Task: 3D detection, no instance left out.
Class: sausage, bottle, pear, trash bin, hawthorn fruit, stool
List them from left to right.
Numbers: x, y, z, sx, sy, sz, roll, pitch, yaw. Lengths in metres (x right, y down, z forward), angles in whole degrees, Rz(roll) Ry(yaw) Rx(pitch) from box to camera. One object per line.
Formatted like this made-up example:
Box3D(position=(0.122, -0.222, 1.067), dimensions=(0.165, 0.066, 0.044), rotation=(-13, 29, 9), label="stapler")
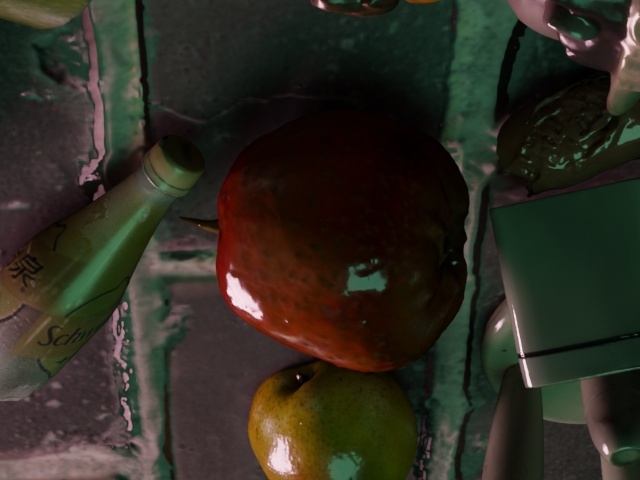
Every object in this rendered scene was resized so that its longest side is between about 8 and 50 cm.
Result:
Box3D(position=(-0.172, 0.019, 1.431), dimensions=(0.083, 0.083, 0.270), rotation=(24, 130, -29), label="bottle")
Box3D(position=(0.000, 0.000, 1.365), dimensions=(0.200, 0.179, 0.179), rotation=(0, 140, 14), label="hawthorn fruit")
Box3D(position=(0.010, 0.167, 1.606), dimensions=(0.141, 0.104, 0.141), rotation=(-1, 135, -1), label="pear")
Box3D(position=(0.186, 0.029, 1.398), dimensions=(0.116, 0.130, 0.059), rotation=(-12, 180, 14), label="trash bin")
Box3D(position=(0.228, 0.145, 1.528), dimensions=(0.195, 0.198, 0.195), rotation=(20, 135, -27), label="stool")
Box3D(position=(0.268, -0.093, 1.354), dimensions=(0.304, 0.078, 0.078), rotation=(-12, 138, 11), label="sausage")

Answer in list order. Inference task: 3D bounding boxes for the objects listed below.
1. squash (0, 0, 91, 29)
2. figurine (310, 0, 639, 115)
Box3D(position=(-0.270, -0.276, 0.953), dimensions=(0.384, 0.263, 0.263), rotation=(16, 135, -22), label="squash")
Box3D(position=(0.127, -0.192, 1.146), dimensions=(0.332, 0.185, 0.204), rotation=(15, 170, -27), label="figurine")
